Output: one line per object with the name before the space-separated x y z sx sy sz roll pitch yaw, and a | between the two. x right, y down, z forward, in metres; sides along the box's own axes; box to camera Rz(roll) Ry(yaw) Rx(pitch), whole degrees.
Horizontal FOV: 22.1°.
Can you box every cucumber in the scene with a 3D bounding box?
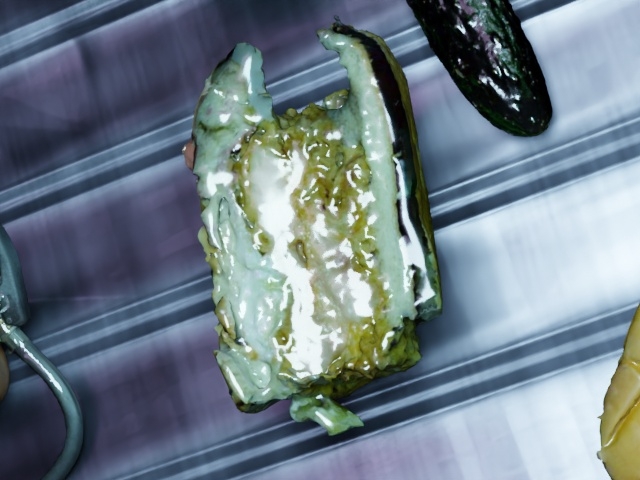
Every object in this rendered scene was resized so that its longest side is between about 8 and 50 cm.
cucumber | 0.096 -0.212 1.259 0.081 0.072 0.303 -19 75 -4

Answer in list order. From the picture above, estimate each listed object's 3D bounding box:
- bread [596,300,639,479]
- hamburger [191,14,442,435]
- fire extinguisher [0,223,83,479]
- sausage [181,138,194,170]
bread | 0.320 0.068 1.088 0.204 0.156 0.288 20 95 40
hamburger | 0.000 0.000 1.206 0.167 0.192 0.288 -9 79 3
fire extinguisher | -0.343 0.164 1.349 0.376 0.113 0.200 -40 114 10
sausage | -0.043 -0.066 1.306 0.147 0.030 0.035 1 81 19
